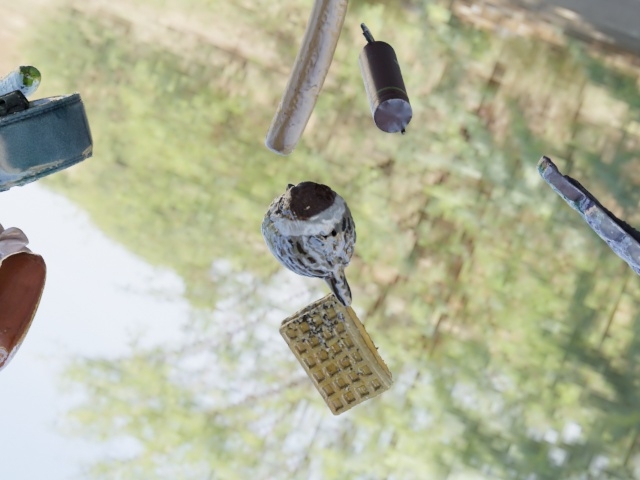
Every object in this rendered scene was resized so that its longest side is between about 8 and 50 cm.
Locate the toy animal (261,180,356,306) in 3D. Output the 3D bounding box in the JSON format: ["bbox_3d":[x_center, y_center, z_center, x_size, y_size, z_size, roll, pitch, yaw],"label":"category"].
[{"bbox_3d":[0.000,0.000,1.552,0.137,0.098,0.098,54,-169,13],"label":"toy animal"}]

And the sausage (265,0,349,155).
[{"bbox_3d":[-0.020,-0.281,2.446,0.066,0.301,0.066,18,-162,-6],"label":"sausage"}]

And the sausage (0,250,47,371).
[{"bbox_3d":[-0.371,0.086,1.748,0.077,0.077,0.194,21,-139,-5],"label":"sausage"}]

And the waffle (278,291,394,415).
[{"bbox_3d":[0.021,0.149,1.970,0.148,0.102,0.042,58,-154,-6],"label":"waffle"}]

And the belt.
[{"bbox_3d":[-0.393,-0.121,1.852,0.206,0.116,0.267,-7,-167,33],"label":"belt"}]

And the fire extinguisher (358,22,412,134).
[{"bbox_3d":[0.067,-0.172,1.597,0.064,0.043,0.158,58,-167,-34],"label":"fire extinguisher"}]

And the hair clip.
[{"bbox_3d":[0.269,-0.016,1.332,0.195,0.052,0.124,43,-179,18],"label":"hair clip"}]

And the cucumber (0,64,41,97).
[{"bbox_3d":[-0.488,-0.245,2.382,0.056,0.056,0.250,21,166,-24],"label":"cucumber"}]

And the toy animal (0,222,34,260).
[{"bbox_3d":[-0.552,0.005,2.399,0.212,0.124,0.124,25,-176,44],"label":"toy animal"}]
